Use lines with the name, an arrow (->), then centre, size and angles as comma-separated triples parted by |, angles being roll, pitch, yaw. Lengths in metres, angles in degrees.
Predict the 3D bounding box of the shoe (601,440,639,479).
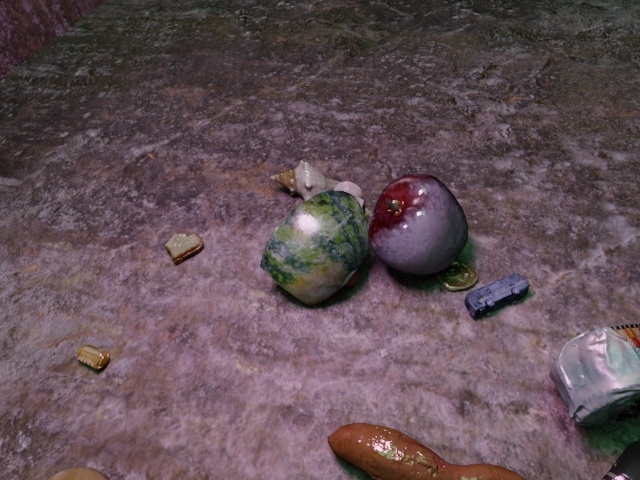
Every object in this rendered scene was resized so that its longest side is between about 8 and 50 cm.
shoe -> 0.576, 0.445, 0.838 | 0.179, 0.049, 0.071 | -39, 55, -24

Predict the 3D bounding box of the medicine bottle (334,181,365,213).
medicine bottle -> 0.061, -0.079, 1.321 | 0.131, 0.088, 0.189 | 9, 51, 14

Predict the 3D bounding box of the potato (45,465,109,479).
potato -> -0.467, 0.533, 0.823 | 0.177, 0.160, 0.235 | 21, 27, -25

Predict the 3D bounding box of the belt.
belt -> 0.586, 0.266, 0.887 | 0.257, 0.207, 0.150 | -2, 47, -17

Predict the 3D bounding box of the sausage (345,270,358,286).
sausage -> 0.065, 0.082, 1.203 | 0.054, 0.059, 0.094 | -14, 43, -30

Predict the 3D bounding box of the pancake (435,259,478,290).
pancake -> 0.358, 0.091, 1.188 | 0.107, 0.017, 0.108 | -4, 45, 4

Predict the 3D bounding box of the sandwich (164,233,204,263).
sandwich -> -0.401, 0.014, 1.332 | 0.104, 0.036, 0.093 | -28, 51, -17

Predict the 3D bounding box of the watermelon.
watermelon -> 0.000, 0.000, 1.158 | 0.305, 0.224, 0.180 | -50, 13, -1

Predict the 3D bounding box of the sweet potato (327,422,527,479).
sweet potato -> 0.195, 0.433, 0.860 | 0.384, 0.109, 0.109 | 11, 52, 14

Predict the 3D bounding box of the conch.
conch -> -0.038, -0.180, 1.409 | 0.233, 0.114, 0.137 | 17, 67, 13

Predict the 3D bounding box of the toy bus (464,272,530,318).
toy bus -> 0.437, 0.137, 1.121 | 0.165, 0.047, 0.065 | -20, 46, -12

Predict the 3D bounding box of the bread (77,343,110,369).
bread -> -0.564, 0.289, 1.119 | 0.087, 0.034, 0.049 | 11, 66, 21

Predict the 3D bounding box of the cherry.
cherry -> 0.247, -0.038, 1.149 | 0.218, 0.296, 0.255 | -16, 52, 50
